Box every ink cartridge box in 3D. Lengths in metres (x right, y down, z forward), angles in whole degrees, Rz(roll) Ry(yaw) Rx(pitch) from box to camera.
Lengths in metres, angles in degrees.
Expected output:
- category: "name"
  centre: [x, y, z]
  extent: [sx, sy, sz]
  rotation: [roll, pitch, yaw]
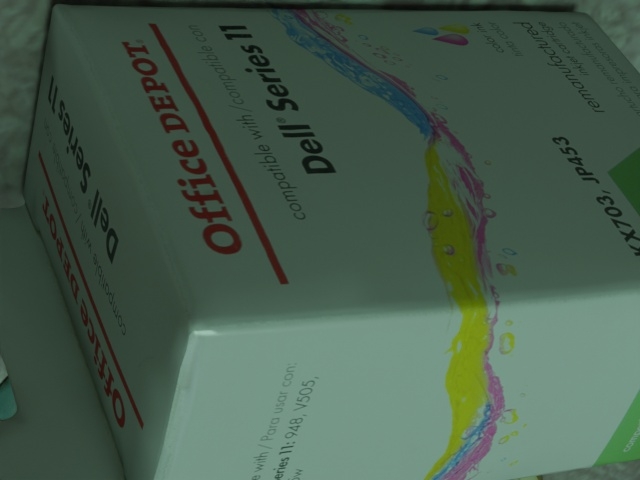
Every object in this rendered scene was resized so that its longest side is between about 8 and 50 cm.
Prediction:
- category: "ink cartridge box"
  centre: [0.000, 0.000, 0.624]
  extent: [0.354, 0.207, 0.119]
  rotation: [-4, 133, -26]

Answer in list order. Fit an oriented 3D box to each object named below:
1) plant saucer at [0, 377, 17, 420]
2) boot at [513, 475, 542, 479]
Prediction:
- category: "plant saucer"
  centre: [-0.098, 0.118, 0.813]
  extent: [0.195, 0.037, 0.195]
  rotation: [-15, 135, -15]
- category: "boot"
  centre: [0.024, 0.136, 0.838]
  extent: [0.203, 0.095, 0.262]
  rotation: [-32, 145, -11]
